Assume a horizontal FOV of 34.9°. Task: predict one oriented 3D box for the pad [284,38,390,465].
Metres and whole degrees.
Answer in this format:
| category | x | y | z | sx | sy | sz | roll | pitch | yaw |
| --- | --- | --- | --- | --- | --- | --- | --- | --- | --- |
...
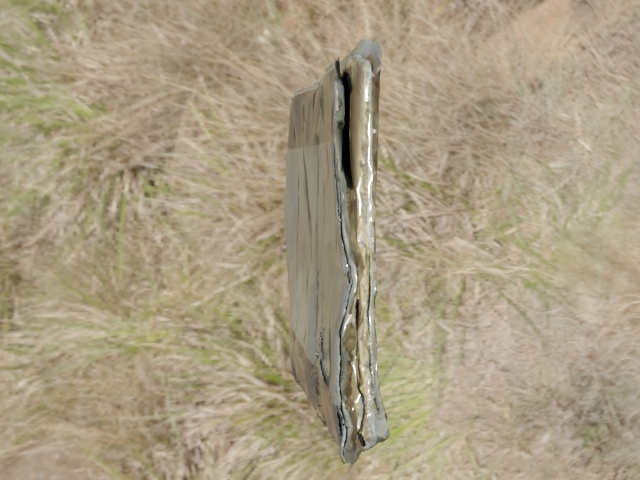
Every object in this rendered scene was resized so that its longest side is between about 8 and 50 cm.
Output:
| category | x | y | z | sx | sy | sz | roll | pitch | yaw |
| --- | --- | --- | --- | --- | --- | --- | --- | --- | --- |
| pad | -0.001 | 0.000 | 0.513 | 0.022 | 0.233 | 0.174 | -1 | 93 | -9 |
